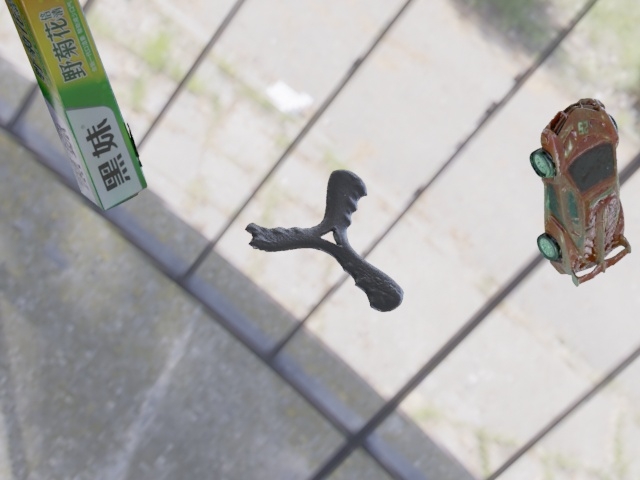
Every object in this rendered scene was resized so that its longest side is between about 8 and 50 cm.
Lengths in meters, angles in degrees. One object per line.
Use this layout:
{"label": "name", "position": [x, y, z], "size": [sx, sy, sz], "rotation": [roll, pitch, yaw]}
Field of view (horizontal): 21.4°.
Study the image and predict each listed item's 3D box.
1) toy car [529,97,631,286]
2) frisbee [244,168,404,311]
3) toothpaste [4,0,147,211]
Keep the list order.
{"label": "toy car", "position": [0.164, -0.032, 1.051], "size": [0.059, 0.122, 0.035], "rotation": [-29, 45, -21]}
{"label": "frisbee", "position": [0.000, 0.000, 1.994], "size": [0.187, 0.012, 0.211], "rotation": [-2, 54, -28]}
{"label": "toothpaste", "position": [-0.153, -0.104, 1.034], "size": [0.037, 0.178, 0.043], "rotation": [-31, 34, -21]}
